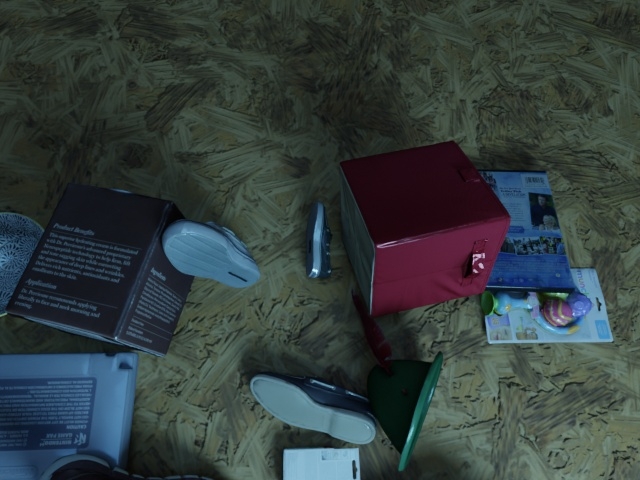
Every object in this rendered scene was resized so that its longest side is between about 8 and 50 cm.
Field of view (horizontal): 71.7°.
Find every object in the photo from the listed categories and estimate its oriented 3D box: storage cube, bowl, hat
[{"bbox_3d":[0.146,-0.018,0.700,0.193,0.183,0.214,-12,49,-6],"label":"storage cube"},{"bbox_3d":[-0.499,0.047,0.707,0.170,0.080,0.170,2,71,-5],"label":"bowl"},{"bbox_3d":[0.077,0.217,0.687,0.184,0.208,0.172,18,113,22],"label":"hat"}]

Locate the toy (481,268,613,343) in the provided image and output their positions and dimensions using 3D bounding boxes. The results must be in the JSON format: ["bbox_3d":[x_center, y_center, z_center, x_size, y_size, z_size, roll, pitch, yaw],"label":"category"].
[{"bbox_3d":[0.405,0.108,0.778,0.238,0.056,0.136,0,71,-5],"label":"toy"}]

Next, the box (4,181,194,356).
[{"bbox_3d":[-0.302,0.049,0.667,0.169,0.167,0.203,12,69,9],"label":"box"}]

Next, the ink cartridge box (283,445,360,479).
[{"bbox_3d":[0.001,0.347,0.671,0.115,0.029,0.062,1,70,-6],"label":"ink cartridge box"}]

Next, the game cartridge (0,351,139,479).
[{"bbox_3d":[-0.429,0.266,0.650,0.295,0.060,0.195,1,67,-5],"label":"game cartridge"}]

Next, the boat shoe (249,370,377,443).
[{"bbox_3d":[-0.009,0.251,0.700,0.206,0.075,0.065,19,27,7],"label":"boat shoe"}]

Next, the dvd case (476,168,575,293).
[{"bbox_3d":[0.342,-0.025,0.809,0.181,0.022,0.252,2,61,3],"label":"dvd case"}]

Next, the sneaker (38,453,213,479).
[{"bbox_3d":[-0.228,0.369,0.547,0.282,0.162,0.106,17,88,-12],"label":"sneaker"}]

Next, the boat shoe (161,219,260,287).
[{"bbox_3d":[-0.171,0.012,0.684,0.083,0.226,0.075,-26,63,4],"label":"boat shoe"}]

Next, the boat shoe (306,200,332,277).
[{"bbox_3d":[0.000,0.000,0.790,0.040,0.049,0.142,11,70,-21],"label":"boat shoe"}]
